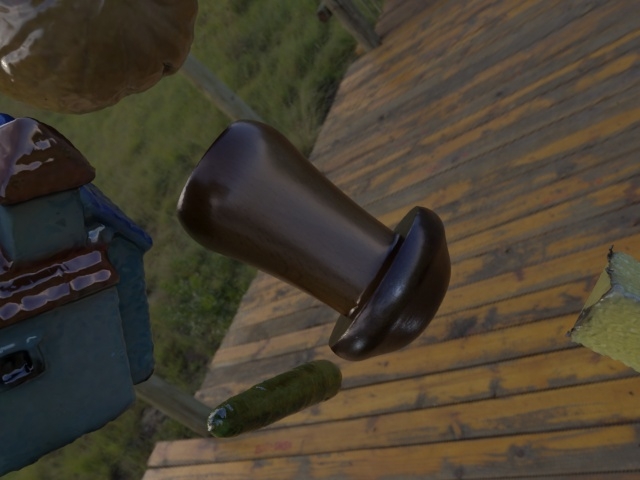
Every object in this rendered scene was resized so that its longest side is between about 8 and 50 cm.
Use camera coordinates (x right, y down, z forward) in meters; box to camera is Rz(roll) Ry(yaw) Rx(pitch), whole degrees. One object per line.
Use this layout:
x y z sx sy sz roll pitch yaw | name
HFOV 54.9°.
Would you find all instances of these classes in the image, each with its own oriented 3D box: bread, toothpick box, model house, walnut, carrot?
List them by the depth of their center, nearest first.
-0.311 0.020 0.546 0.295 0.329 0.252 -23 52 -33 | model house
0.332 0.070 0.580 0.127 0.147 0.152 -62 -16 -10 | bread
0.000 0.000 0.685 0.192 0.294 0.192 -56 -1 -1 | toothpick box
-0.310 -0.309 0.773 0.333 0.333 0.332 -35 30 24 | walnut
-0.060 0.234 0.927 0.074 0.359 0.074 -1 88 25 | carrot
